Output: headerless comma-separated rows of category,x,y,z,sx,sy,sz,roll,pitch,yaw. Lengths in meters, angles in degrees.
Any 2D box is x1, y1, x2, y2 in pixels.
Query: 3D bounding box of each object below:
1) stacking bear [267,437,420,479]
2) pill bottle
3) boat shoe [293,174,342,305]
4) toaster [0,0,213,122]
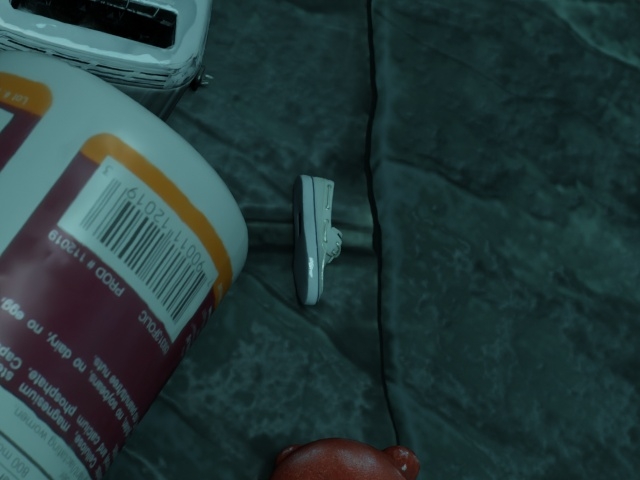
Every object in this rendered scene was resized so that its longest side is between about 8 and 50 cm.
stacking bear,-0.003,0.267,1.067,0.164,0.175,0.289,50,42,-45
pill bottle,-0.233,0.097,0.986,0.224,0.224,0.392,37,66,-8
boat shoe,0.000,0.000,1.209,0.035,0.035,0.100,4,67,-17
toaster,-0.166,-0.147,1.122,0.227,0.146,0.129,15,71,-17
